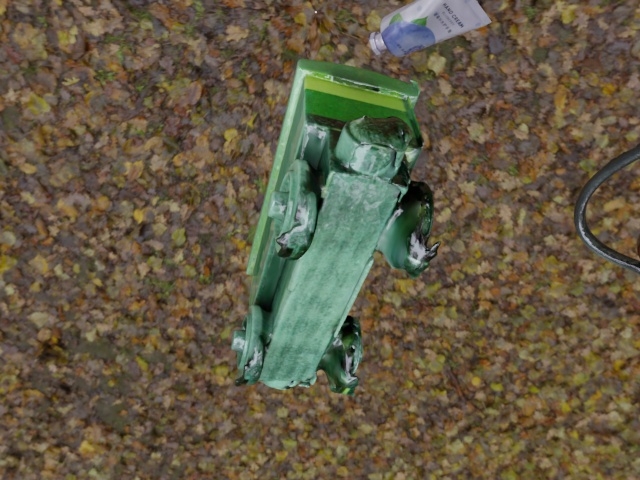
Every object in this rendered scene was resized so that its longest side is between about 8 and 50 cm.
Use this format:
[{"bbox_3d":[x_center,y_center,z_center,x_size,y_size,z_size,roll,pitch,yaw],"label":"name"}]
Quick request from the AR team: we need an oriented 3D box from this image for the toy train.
[{"bbox_3d":[0.000,0.000,0.460,0.120,0.202,0.300,11,131,-11],"label":"toy train"}]

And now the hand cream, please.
[{"bbox_3d":[0.124,-0.263,0.629,0.142,0.053,0.084,-5,160,42],"label":"hand cream"}]

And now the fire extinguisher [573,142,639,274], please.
[{"bbox_3d":[0.423,-0.063,0.562,0.113,0.200,0.376,-18,138,-21],"label":"fire extinguisher"}]
